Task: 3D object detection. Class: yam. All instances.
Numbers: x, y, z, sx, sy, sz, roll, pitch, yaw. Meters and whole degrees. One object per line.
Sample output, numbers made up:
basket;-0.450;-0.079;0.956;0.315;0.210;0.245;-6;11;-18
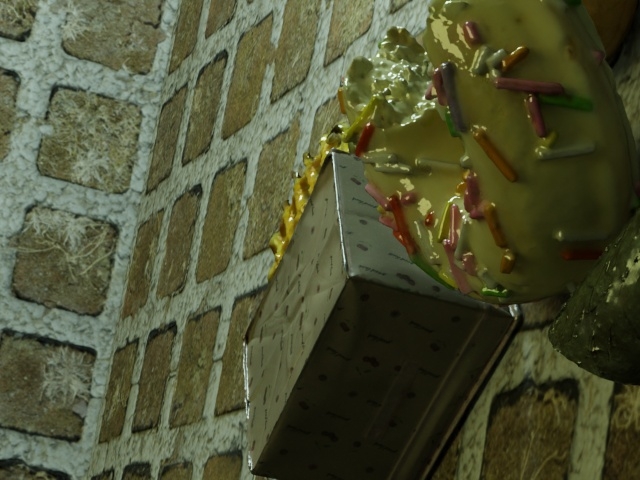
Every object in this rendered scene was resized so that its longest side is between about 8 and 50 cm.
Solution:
yam;0.264;0.038;1.480;0.107;0.107;0.183;-98;29;-50

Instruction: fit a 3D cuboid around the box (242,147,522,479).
box;0.052;0.094;1.936;0.225;0.190;0.297;-97;27;-51

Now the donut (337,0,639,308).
donut;0.150;-0.082;1.664;0.307;0.150;0.371;65;161;0

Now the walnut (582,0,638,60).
walnut;0.232;-0.241;1.722;0.144;0.144;0.180;-166;86;-72

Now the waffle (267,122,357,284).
waffle;0.004;-0.003;2.354;0.329;0.062;0.329;-164;90;-72
